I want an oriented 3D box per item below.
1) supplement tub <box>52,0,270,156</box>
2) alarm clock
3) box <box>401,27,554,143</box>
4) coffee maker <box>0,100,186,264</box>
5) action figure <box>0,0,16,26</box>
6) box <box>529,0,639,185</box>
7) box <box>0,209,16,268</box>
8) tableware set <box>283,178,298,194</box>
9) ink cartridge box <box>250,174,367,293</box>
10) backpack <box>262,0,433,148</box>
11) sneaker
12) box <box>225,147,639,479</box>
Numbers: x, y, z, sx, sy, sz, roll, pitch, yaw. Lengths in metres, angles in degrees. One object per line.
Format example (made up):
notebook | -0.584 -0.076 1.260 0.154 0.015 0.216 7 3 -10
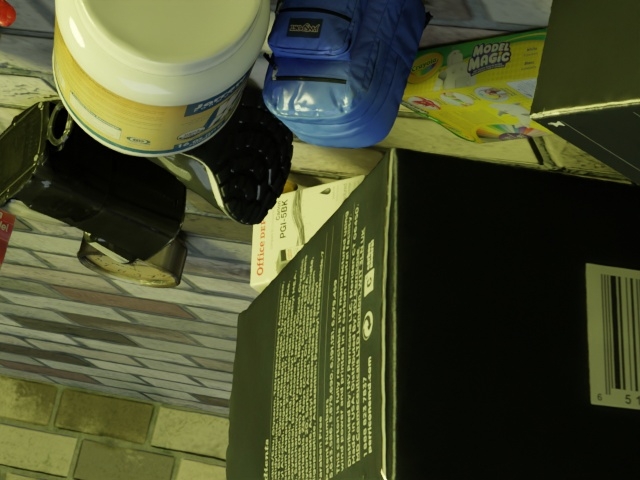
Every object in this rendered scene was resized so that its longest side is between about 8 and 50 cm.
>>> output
supplement tub | -0.113 -0.149 1.154 0.144 0.144 0.200 15 166 -6
alarm clock | -0.221 0.010 2.012 0.129 0.064 0.192 19 167 -19
box | 0.141 -0.114 1.265 0.105 0.043 0.179 25 159 -40
coffee maker | -0.223 -0.056 1.654 0.178 0.120 0.171 22 162 -33
action figure | -0.292 -0.231 1.096 0.139 0.091 0.280 53 -166 13
box | 0.296 -0.085 1.112 0.184 0.103 0.261 -6 156 45
box | -0.483 -0.073 1.778 0.154 0.142 0.300 -1 160 43
tableware set | -0.055 -0.058 1.698 0.154 0.024 0.104 27 157 -38
ink cartridge box | 0.000 0.000 1.651 0.135 0.099 0.056 -13 153 30
backpack | 0.007 -0.131 1.163 0.098 0.120 0.101 5 163 32
sneaker | -0.124 -0.110 1.457 0.124 0.107 0.283 22 168 30
box | 0.202 0.160 1.504 0.479 0.297 0.472 8 158 -16
